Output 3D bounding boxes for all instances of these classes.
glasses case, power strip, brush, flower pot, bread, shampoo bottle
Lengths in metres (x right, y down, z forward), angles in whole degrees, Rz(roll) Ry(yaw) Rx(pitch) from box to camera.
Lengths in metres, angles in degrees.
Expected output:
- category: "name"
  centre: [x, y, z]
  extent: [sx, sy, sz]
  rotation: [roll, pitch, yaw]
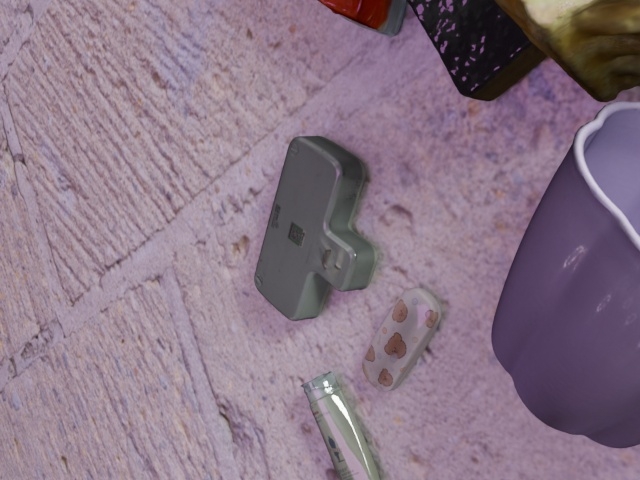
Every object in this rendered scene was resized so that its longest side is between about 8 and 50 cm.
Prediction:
- category: "glasses case"
  centre: [0.107, 0.134, 0.965]
  extent: [0.063, 0.041, 0.164]
  rotation: [46, 125, 30]
- category: "power strip"
  centre: [0.000, 0.000, 1.038]
  extent: [0.193, 0.059, 0.265]
  rotation: [38, 121, 39]
- category: "brush"
  centre: [0.176, -0.270, 0.829]
  extent: [0.123, 0.059, 0.197]
  rotation: [-38, 70, 38]
- category: "flower pot"
  centre: [0.288, 0.046, 0.649]
  extent: [0.265, 0.265, 0.243]
  rotation: [54, 143, 25]
- category: "bread"
  centre: [0.250, -0.240, 0.605]
  extent: [0.196, 0.252, 0.238]
  rotation: [-42, 71, 18]
- category: "shampoo bottle"
  centre: [0.034, 0.299, 1.053]
  extent: [0.072, 0.049, 0.212]
  rotation: [-42, 66, 44]

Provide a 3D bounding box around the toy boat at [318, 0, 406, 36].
- category: "toy boat"
  centre: [0.022, -0.417, 0.925]
  extent: [0.145, 0.133, 0.332]
  rotation: [-23, 90, 39]
